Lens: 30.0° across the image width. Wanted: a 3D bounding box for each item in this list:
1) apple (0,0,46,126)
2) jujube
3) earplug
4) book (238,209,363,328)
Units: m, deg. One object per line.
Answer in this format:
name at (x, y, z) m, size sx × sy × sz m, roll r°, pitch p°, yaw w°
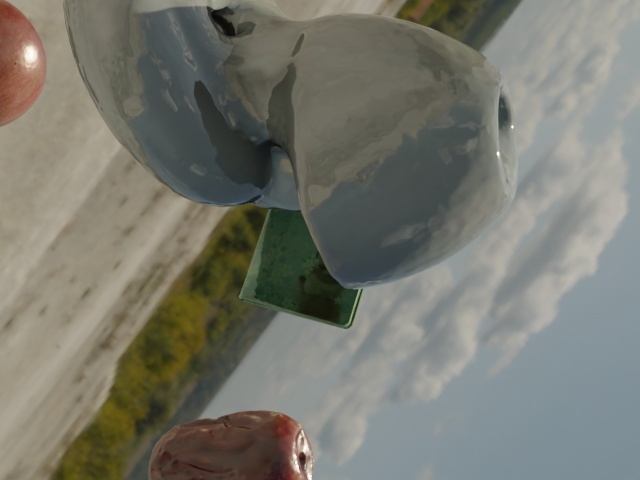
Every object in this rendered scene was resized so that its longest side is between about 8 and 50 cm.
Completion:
apple at (-0.372, -0.188, 1.268) m, size 0.120 × 0.153 × 0.153 m, roll -58°, pitch -178°, yaw -36°
jujube at (-0.126, 0.316, 1.677) m, size 0.155 × 0.230 × 0.155 m, roll 0°, pitch 90°, yaw -84°
earplug at (-0.020, -0.102, 0.781) m, size 0.175 × 0.325 × 0.214 m, roll -54°, pitch -174°, yaw 35°
book at (0.000, 0.000, 1.009) m, size 0.017 × 0.103 × 0.135 m, roll 68°, pitch 39°, yaw -71°
